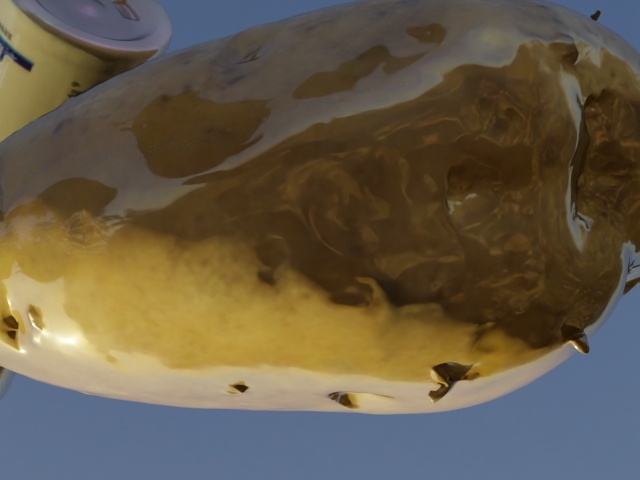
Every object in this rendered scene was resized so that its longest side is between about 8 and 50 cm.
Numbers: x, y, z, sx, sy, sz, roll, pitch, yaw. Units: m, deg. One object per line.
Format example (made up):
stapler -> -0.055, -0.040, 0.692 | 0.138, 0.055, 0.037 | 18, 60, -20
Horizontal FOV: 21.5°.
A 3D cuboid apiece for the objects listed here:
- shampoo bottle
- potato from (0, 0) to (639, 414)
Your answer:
shampoo bottle -> -0.175, -0.005, 0.899 | 0.092, 0.092, 0.303 | 8, -52, -31
potato -> 0.000, -0.002, 0.519 | 0.235, 0.128, 0.161 | -1, -25, -11
